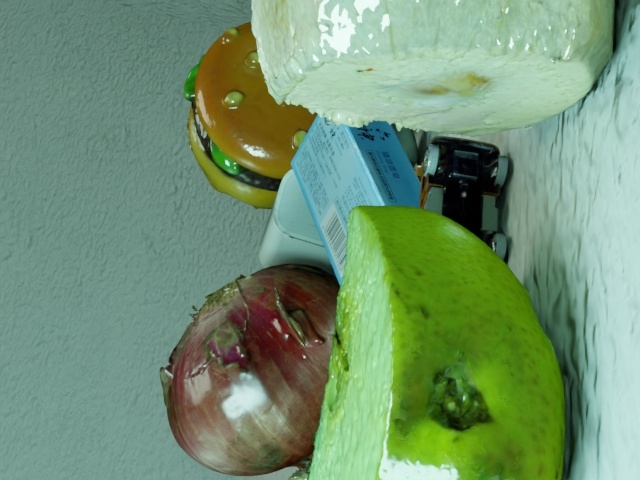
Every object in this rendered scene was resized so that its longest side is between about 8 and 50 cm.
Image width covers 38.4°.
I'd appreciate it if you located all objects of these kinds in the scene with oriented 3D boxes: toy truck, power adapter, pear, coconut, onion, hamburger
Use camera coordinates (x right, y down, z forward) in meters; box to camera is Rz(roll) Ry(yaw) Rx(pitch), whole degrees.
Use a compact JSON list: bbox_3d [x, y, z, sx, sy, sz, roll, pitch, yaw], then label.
[{"bbox_3d":[0.129,-0.002,0.893,0.092,0.083,0.192,103,175,-62],"label":"toy truck"},{"bbox_3d":[0.000,0.000,1.511,0.255,0.186,0.124,119,168,-66],"label":"power adapter"},{"bbox_3d":[0.094,0.120,0.683,0.292,0.159,0.293,-172,90,-83],"label":"pear"},{"bbox_3d":[0.095,-0.232,0.735,0.297,0.297,0.255,133,136,-77],"label":"coconut"},{"bbox_3d":[-0.080,0.191,1.388,0.353,0.353,0.354,-168,90,-83],"label":"onion"},{"bbox_3d":[-0.078,-0.271,1.951,0.277,0.395,0.396,121,160,-65],"label":"hamburger"}]

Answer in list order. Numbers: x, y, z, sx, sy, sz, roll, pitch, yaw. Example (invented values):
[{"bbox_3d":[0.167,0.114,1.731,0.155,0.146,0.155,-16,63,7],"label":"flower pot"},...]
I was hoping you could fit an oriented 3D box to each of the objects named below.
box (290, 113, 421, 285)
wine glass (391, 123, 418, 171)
[{"bbox_3d":[0.052,-0.068,1.228,0.143,0.083,0.232,-59,41,41],"label":"box"},{"bbox_3d":[0.097,-0.122,1.325,0.093,0.092,0.202,-122,45,-80],"label":"wine glass"}]
